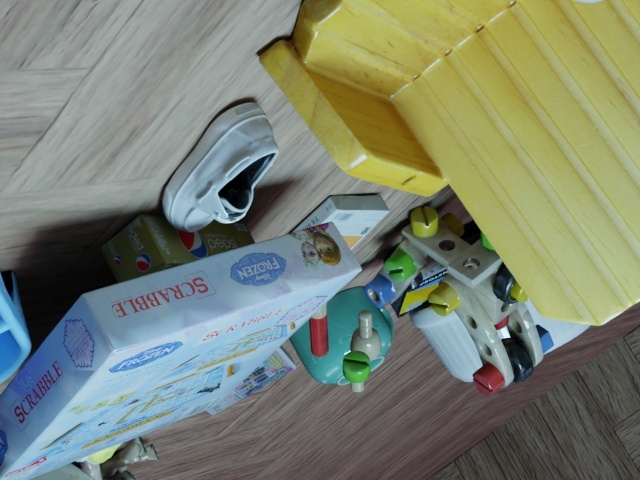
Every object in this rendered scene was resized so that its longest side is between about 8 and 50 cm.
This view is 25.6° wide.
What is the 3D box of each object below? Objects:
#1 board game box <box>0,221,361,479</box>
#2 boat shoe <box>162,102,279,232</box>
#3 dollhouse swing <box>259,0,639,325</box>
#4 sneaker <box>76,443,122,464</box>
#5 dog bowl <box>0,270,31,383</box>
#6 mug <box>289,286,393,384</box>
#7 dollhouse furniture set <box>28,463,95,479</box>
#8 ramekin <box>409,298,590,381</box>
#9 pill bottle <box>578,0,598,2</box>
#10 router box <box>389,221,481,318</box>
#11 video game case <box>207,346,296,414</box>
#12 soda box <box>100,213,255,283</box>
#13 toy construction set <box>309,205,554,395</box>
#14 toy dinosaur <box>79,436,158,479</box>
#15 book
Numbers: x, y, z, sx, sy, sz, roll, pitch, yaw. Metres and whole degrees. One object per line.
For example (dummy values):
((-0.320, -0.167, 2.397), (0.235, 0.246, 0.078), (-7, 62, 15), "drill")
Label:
((-0.162, 0.118, 1.417), (0.319, 0.066, 0.318), (-17, 160, -44), "board game box")
((-0.087, -0.051, 1.283), (0.066, 0.063, 0.184), (-13, 156, -41), "boat shoe")
((0.205, -0.113, 1.179), (0.347, 0.305, 0.315), (-35, 162, 20), "dollhouse swing")
((-0.256, 0.200, 1.681), (0.126, 0.091, 0.240), (-32, 170, -6), "sneaker")
((-0.338, 0.073, 1.216), (0.166, 0.074, 0.297), (-26, 163, -11), "dog bowl")
((0.044, 0.133, 1.931), (0.158, 0.097, 0.129), (-24, 161, -17), "mug")
((-0.427, 0.421, 1.600), (0.394, 0.362, 0.256), (-55, 170, -22), "dollhouse furniture set")
((0.273, 0.103, 2.032), (0.273, 0.127, 0.273), (-26, 180, 0), "ramekin")
((0.279, -0.326, 0.843), (0.392, 0.224, 0.224), (-28, 162, -5), "pill bottle")
((0.181, 0.032, 1.953), (0.179, 0.046, 0.133), (-26, 162, -13), "router box")
((-0.111, 0.194, 1.987), (0.143, 0.019, 0.157), (-30, 161, 0), "video game case")
((-0.134, 0.017, 1.404), (0.061, 0.058, 0.181), (-37, 160, 24), "soda box")
((0.135, 0.045, 1.716), (0.309, 0.257, 0.237), (-16, 143, -9), "toy construction set")
((-0.320, 0.376, 2.002), (0.200, 0.127, 0.295), (-23, 157, 2), "toy dinosaur")
((0.000, 0.000, 1.612), (0.096, 0.035, 0.144), (-1, 147, -51), "book")
